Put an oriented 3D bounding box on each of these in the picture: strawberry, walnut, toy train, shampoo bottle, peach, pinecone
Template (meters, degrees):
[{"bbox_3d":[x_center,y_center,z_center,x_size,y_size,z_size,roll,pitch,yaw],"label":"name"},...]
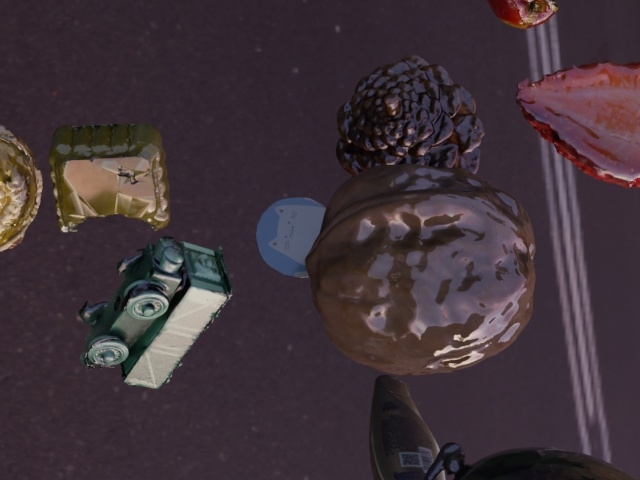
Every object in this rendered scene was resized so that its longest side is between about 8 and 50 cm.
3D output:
[{"bbox_3d":[0.363,-0.143,1.294,0.098,0.228,0.174,127,-40,-85],"label":"strawberry"},{"bbox_3d":[0.115,0.032,1.148,0.227,0.273,0.273,55,42,-73],"label":"walnut"},{"bbox_3d":[-0.250,0.110,1.454,0.154,0.269,0.115,18,34,-33],"label":"toy train"},{"bbox_3d":[0.150,0.372,1.795,0.350,0.126,0.084,-100,-166,-61],"label":"shampoo bottle"},{"bbox_3d":[0.188,-0.236,0.951,0.077,0.050,0.083,24,36,-31],"label":"peach"},{"bbox_3d":[0.146,-0.157,1.591,0.309,0.244,0.243,29,64,-76],"label":"pinecone"}]

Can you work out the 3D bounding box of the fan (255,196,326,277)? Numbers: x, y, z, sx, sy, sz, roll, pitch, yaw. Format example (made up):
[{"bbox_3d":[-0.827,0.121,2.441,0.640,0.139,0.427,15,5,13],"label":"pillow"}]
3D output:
[{"bbox_3d":[0.000,0.000,1.334,0.005,0.175,0.113,119,-20,-72],"label":"fan"}]

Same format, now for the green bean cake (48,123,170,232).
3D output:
[{"bbox_3d":[-0.435,-0.116,2.047,0.124,0.236,0.232,-101,-171,-56],"label":"green bean cake"}]

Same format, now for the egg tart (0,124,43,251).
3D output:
[{"bbox_3d":[-0.581,-0.063,1.595,0.279,0.095,0.278,-17,130,-22],"label":"egg tart"}]

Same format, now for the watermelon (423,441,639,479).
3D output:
[{"bbox_3d":[0.226,0.339,0.910,0.279,0.359,0.279,-45,163,-18],"label":"watermelon"}]
